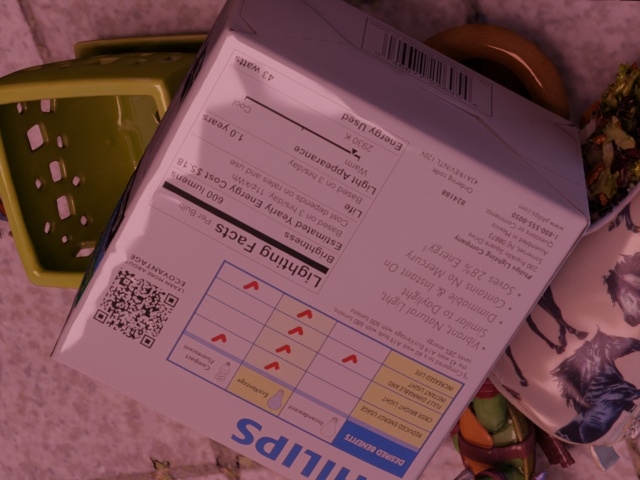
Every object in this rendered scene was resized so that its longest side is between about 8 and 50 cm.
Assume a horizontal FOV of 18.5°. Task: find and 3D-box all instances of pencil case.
[{"bbox_3d":[0.339,0.021,1.830,0.183,0.160,0.410,44,115,4],"label":"pencil case"}]

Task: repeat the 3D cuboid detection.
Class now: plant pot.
[{"bbox_3d":[-0.187,-0.095,2.033,0.227,0.207,0.228,0,116,26],"label":"plant pot"}]

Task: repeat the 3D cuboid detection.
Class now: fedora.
[{"bbox_3d":[0.159,-0.127,1.928,0.194,0.079,0.194,8,113,19],"label":"fedora"}]

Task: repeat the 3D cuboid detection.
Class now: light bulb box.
[{"bbox_3d":[0.000,0.000,1.791,0.358,0.225,0.361,28,114,-7],"label":"light bulb box"}]

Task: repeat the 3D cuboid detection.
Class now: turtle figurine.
[{"bbox_3d":[0.118,0.191,2.044,0.275,0.198,0.266,5,112,18],"label":"turtle figurine"}]

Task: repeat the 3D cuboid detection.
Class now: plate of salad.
[{"bbox_3d":[0.266,-0.090,1.825,0.048,0.199,0.200,33,128,-19],"label":"plate of salad"}]

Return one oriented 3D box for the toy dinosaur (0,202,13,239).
[{"bbox_3d":[-0.378,-0.036,2.259,0.082,0.047,0.090,11,111,-1],"label":"toy dinosaur"}]
